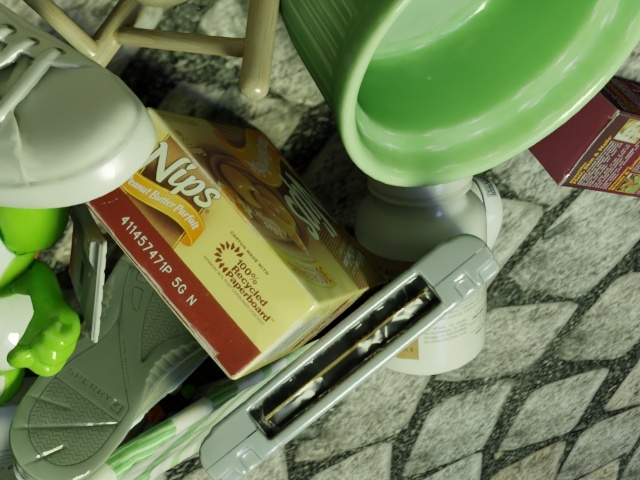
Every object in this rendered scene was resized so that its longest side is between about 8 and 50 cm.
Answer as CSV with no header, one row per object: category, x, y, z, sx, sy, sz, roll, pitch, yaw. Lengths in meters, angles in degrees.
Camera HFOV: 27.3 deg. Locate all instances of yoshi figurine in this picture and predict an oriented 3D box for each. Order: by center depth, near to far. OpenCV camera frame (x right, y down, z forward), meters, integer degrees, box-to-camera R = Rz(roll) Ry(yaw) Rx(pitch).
yoshi figurine,-0.286,0.038,1.003,0.203,0.203,0.362,-10,141,-21

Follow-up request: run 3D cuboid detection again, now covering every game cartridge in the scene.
game cartridge,0.028,0.099,1.157,0.294,0.060,0.196,-39,172,2

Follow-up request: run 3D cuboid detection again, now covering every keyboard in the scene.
keyboard,-0.182,0.015,1.019,0.014,0.256,0.072,-1,99,-14

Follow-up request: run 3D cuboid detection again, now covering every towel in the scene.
towel,-0.165,0.220,1.320,0.325,0.038,0.248,-27,167,-43

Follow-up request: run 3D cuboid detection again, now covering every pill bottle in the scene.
pill bottle,0.099,0.006,1.306,0.131,0.131,0.229,-19,123,-24

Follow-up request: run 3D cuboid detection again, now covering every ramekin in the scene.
ramekin,0.115,-0.201,1.073,0.303,0.148,0.303,-24,149,-16

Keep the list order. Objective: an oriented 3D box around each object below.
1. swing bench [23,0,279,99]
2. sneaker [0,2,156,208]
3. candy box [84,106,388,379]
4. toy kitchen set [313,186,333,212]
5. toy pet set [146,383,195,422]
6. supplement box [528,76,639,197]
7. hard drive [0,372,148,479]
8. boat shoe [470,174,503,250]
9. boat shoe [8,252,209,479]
swing bench,-0.104,-0.259,0.788,0.253,0.165,0.254,44,62,-55
sneaker,-0.230,-0.110,0.782,0.106,0.290,0.123,-55,151,-21
candy box,-0.057,-0.002,1.041,0.087,0.183,0.316,-41,173,9
toy kitchen set,0.000,0.000,1.297,0.068,0.075,0.083,-41,150,6
toy pet set,-0.165,0.111,1.302,0.122,0.065,0.114,-62,154,2
supplement box,0.320,-0.114,1.433,0.188,0.081,0.104,5,129,-45
hard drive,-0.308,0.257,1.373,0.210,0.040,0.318,-3,134,-39
boat shoe,0.123,0.039,1.454,0.084,0.095,0.258,-10,128,-27
boat shoe,-0.162,0.089,1.190,0.320,0.118,0.103,-54,-175,-24
